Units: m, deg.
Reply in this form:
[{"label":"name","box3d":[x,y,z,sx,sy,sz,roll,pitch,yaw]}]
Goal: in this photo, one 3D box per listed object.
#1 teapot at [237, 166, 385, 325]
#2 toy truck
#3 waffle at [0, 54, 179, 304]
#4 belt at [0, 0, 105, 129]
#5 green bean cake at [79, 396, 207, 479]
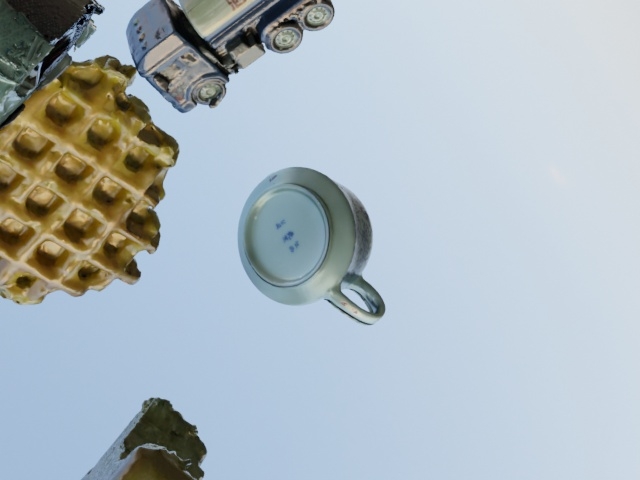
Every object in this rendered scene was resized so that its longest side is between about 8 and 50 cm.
[{"label":"teapot","box3d":[0.000,0.000,1.116,0.159,0.159,0.232,4,-130,-58]},{"label":"toy truck","box3d":[-0.059,-0.187,0.748,0.088,0.202,0.074,36,-155,-52]},{"label":"waffle","box3d":[-0.262,-0.046,0.838,0.291,0.291,0.051,39,-164,-34]},{"label":"belt","box3d":[-0.168,-0.100,0.494,0.058,0.105,0.140,41,-162,-15]},{"label":"green bean cake","box3d":[-0.220,0.316,1.095,0.124,0.233,0.236,40,-179,-9]}]
